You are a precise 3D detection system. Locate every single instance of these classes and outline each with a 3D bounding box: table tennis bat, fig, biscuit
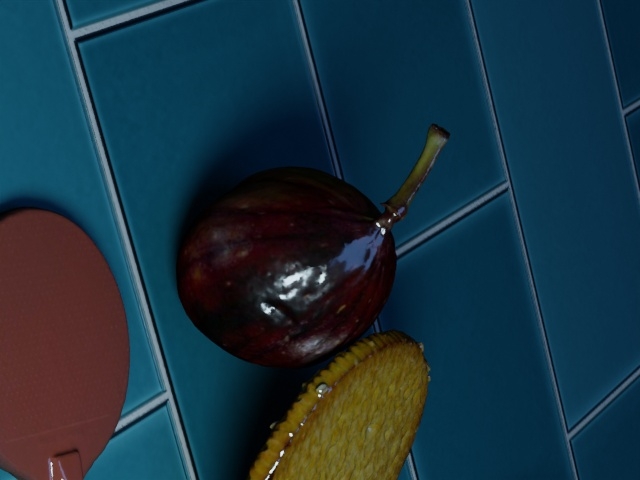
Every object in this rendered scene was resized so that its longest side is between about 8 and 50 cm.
[{"bbox_3d":[-0.222,0.126,1.403,0.200,0.038,0.310,-9,92,-53],"label":"table tennis bat"},{"bbox_3d":[0.000,0.017,1.538,0.204,0.250,0.186,-13,88,-50],"label":"fig"},{"bbox_3d":[0.006,0.215,1.598,0.305,0.038,0.305,-43,149,-34],"label":"biscuit"}]
